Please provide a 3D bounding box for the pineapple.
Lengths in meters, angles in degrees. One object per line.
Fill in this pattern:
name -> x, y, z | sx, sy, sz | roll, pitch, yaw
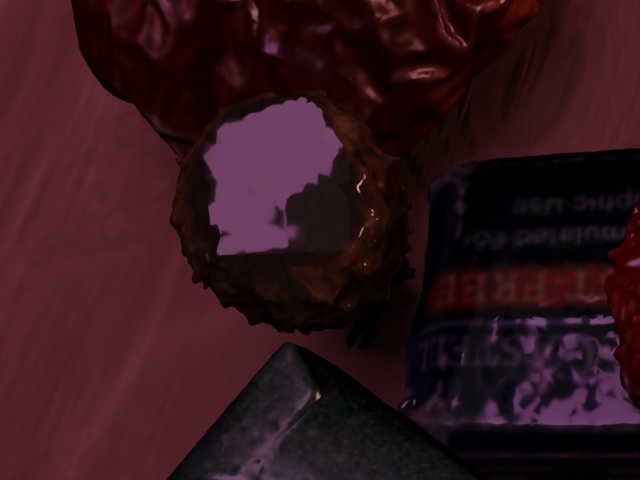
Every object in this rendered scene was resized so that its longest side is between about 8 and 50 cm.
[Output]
pineapple -> 0.000, 0.000, 0.738 | 0.108, 0.197, 0.108 | -3, 75, 13

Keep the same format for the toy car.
toy car -> -0.065, 0.192, 0.627 | 0.141, 0.097, 0.320 | 35, 76, 25

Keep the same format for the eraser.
eraser -> 0.199, 0.039, 0.682 | 0.332, 0.101, 0.155 | -4, 62, 23

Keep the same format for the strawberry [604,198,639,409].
strawberry -> 0.202, -0.019, 0.599 | 0.167, 0.087, 0.208 | 21, 74, 30

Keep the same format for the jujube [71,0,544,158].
jujube -> -0.006, -0.134, 0.816 | 0.232, 0.213, 0.213 | -43, 55, -1
